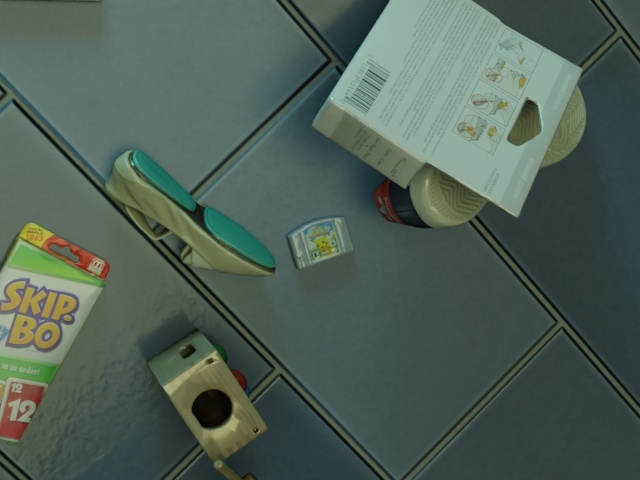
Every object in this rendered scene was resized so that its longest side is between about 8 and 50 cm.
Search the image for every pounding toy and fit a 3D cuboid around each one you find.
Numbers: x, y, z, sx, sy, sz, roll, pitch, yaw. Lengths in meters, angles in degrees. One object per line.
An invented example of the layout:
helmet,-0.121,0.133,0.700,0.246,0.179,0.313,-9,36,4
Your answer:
pounding toy,-0.114,0.230,1.594,0.094,0.181,0.206,-34,105,-9

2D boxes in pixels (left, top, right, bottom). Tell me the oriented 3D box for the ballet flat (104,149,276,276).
ballet flat,-0.170,-0.017,1.606,0.248,0.086,0.086,40,86,-16

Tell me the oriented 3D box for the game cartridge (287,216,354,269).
game cartridge,0.000,0.000,1.681,0.083,0.017,0.056,-20,99,-12

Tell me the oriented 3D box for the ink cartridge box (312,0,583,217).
ink cartridge box,0.163,-0.177,1.563,0.261,0.066,0.296,33,51,-3

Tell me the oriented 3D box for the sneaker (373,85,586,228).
sneaker,0.207,-0.124,1.676,0.350,0.148,0.131,-31,103,-35

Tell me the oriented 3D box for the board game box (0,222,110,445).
board game box,-0.374,0.117,1.584,0.124,0.039,0.259,29,87,-18
